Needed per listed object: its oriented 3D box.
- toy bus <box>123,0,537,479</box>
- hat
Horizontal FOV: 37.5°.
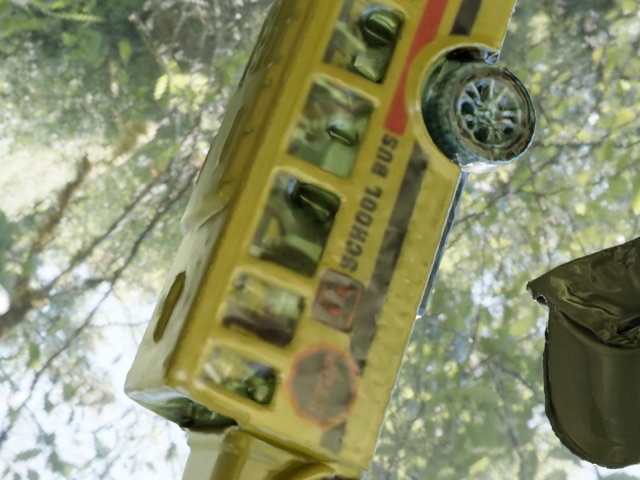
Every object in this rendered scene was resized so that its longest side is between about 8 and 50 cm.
[{"bbox_3d":[0.000,0.000,0.433,0.121,0.123,0.335,-25,-138,64],"label":"toy bus"},{"bbox_3d":[0.209,0.063,0.612,0.147,0.085,0.175,-37,-140,55],"label":"hat"}]
